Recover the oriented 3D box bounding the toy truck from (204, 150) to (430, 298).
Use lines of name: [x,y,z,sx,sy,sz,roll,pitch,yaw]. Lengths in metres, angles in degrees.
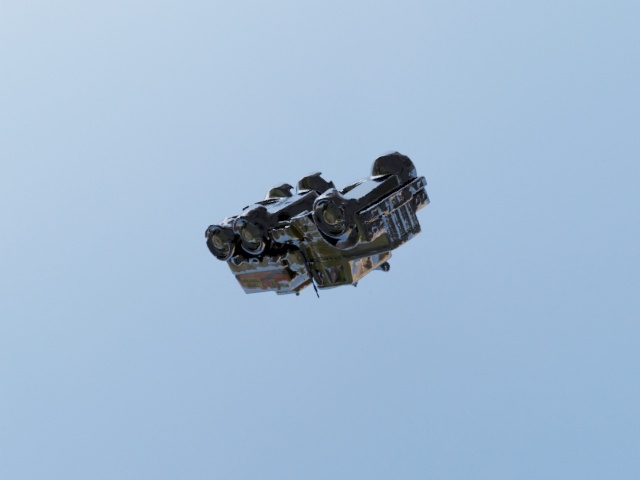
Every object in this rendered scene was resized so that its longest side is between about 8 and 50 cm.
toy truck: [0.000,-0.004,1.070,0.127,0.257,0.127,-31,-80,-41]
